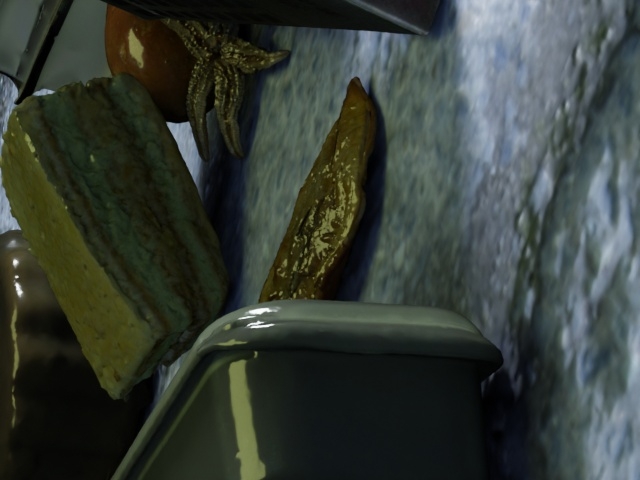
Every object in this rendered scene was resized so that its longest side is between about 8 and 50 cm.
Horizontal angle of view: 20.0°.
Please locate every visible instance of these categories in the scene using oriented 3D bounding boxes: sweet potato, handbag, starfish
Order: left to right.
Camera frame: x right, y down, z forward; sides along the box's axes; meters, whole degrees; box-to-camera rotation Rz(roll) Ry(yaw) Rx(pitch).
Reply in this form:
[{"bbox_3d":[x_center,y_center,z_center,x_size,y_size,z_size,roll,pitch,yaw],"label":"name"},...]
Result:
[{"bbox_3d":[-0.232,-0.297,1.634,0.237,0.160,0.358,-63,26,29],"label":"handbag"},{"bbox_3d":[-0.106,-0.207,1.311,0.097,0.097,0.292,131,145,-57],"label":"sweet potato"},{"bbox_3d":[-0.074,-0.133,1.203,0.130,0.041,0.133,40,121,20],"label":"starfish"}]

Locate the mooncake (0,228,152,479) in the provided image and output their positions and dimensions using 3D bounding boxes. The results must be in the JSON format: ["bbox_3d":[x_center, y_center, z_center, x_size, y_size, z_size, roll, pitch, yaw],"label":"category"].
[{"bbox_3d":[-0.207,0.107,1.414,0.228,0.124,0.228,-175,90,-68],"label":"mooncake"}]

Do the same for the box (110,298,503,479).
[{"bbox_3d":[-0.010,0.160,0.806,0.274,0.138,0.178,124,144,-56],"label":"box"}]

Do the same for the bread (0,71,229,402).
[{"bbox_3d":[-0.136,-0.005,1.219,0.196,0.102,0.138,62,159,12],"label":"bread"}]

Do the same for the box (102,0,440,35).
[{"bbox_3d":[-0.092,-0.167,1.001,0.325,0.180,0.047,15,86,58],"label":"box"}]

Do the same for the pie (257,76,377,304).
[{"bbox_3d":[0.000,0.000,0.991,0.092,0.034,0.170,-121,50,-66],"label":"pie"}]
